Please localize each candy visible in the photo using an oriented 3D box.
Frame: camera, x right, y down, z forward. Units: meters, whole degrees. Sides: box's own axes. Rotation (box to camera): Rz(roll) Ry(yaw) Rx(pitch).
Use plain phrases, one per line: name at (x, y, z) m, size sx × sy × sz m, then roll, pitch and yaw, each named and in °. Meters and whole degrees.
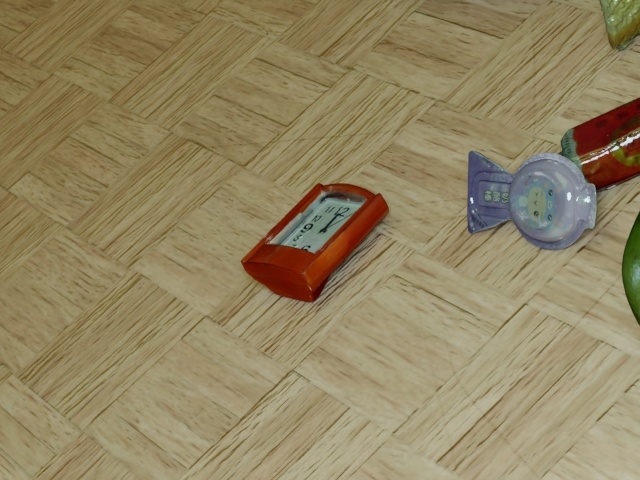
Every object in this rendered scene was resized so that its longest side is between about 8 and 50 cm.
candy at (0.343, -0.113, 2.084) m, size 0.292 × 0.059 × 0.086 m, roll -24°, pitch 33°, yaw 13°

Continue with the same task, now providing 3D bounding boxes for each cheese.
cheese at (0.227, -0.044, 2.078) m, size 0.042 × 0.105 × 0.191 m, roll -4°, pitch 7°, yaw -39°

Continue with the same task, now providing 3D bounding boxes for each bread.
bread at (0.373, -0.315, 2.250) m, size 0.127 × 0.147 × 0.152 m, roll 7°, pitch 56°, yaw 29°

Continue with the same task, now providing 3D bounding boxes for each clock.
clock at (0.000, 0.000, 2.237) m, size 0.113 × 0.061 × 0.155 m, roll 11°, pitch 50°, yaw 48°

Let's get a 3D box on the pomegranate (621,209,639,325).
pomegranate at (0.375, 0.023, 1.741) m, size 0.202 × 0.202 × 0.248 m, roll -33°, pitch 11°, yaw 2°
